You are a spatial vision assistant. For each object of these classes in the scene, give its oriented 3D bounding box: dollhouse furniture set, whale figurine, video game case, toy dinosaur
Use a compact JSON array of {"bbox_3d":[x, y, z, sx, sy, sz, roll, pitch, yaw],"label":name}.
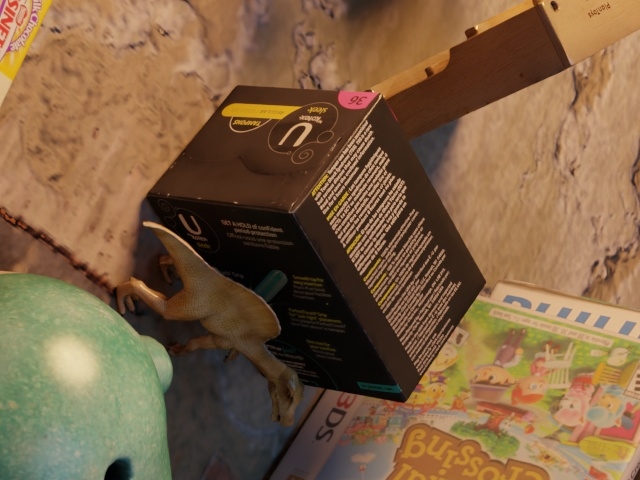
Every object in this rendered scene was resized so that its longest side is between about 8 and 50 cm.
[{"bbox_3d":[0.075,-0.206,1.142,0.212,0.161,0.242,-29,94,-43],"label":"dollhouse furniture set"},{"bbox_3d":[-0.127,0.140,0.920,0.216,0.141,0.272,-55,132,-29],"label":"whale figurine"},{"bbox_3d":[0.095,0.121,1.117,0.193,0.212,0.023,-56,144,-27],"label":"video game case"},{"bbox_3d":[-0.066,0.030,1.011,0.053,0.092,0.183,-58,133,-27],"label":"toy dinosaur"}]

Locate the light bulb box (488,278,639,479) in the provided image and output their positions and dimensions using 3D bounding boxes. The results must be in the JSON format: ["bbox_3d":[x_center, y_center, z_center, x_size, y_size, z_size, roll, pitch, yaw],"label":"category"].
[{"bbox_3d":[0.181,0.284,1.208,0.361,0.225,0.358,-56,139,-27],"label":"light bulb box"}]

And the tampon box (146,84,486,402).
[{"bbox_3d":[0.000,0.000,1.061,0.101,0.120,0.161,-53,131,-29],"label":"tampon box"}]

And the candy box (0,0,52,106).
[{"bbox_3d":[-0.164,-0.181,0.920,0.105,0.027,0.206,41,65,-44],"label":"candy box"}]
